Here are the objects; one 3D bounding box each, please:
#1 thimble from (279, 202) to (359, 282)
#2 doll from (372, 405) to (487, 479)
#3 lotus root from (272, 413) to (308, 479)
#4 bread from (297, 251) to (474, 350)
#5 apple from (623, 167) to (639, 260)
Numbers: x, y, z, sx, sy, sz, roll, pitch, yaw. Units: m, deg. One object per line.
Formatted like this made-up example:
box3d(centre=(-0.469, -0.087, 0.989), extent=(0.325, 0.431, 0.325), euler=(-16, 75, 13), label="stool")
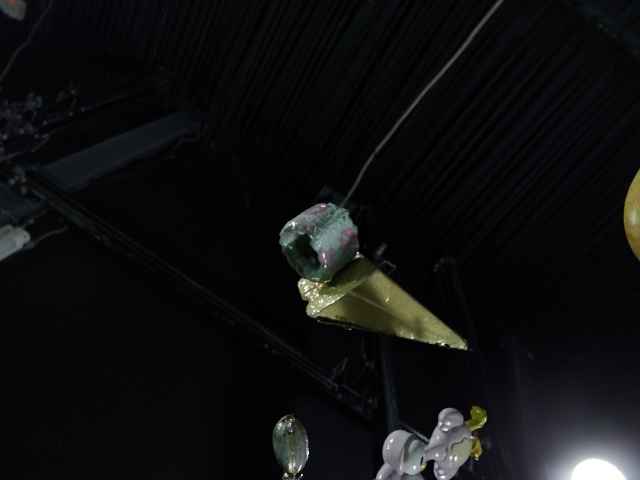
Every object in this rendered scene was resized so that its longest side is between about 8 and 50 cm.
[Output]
box3d(centre=(0.000, 0.000, 1.257), extent=(0.185, 0.211, 0.149), euler=(44, -123, 13), label="thimble")
box3d(centre=(0.217, 0.434, 0.939), extent=(0.094, 0.160, 0.365), euler=(11, -171, 42), label="doll")
box3d(centre=(-0.073, 0.520, 1.166), extent=(0.088, 0.088, 0.165), euler=(3, -106, -41), label="lotus root")
box3d(centre=(0.156, 0.201, 1.310), extent=(0.405, 0.242, 0.346), euler=(43, -176, -4), label="bread")
box3d(centre=(0.574, -0.044, 0.648), extent=(0.264, 0.264, 0.264), euler=(24, -146, -18), label="apple")
